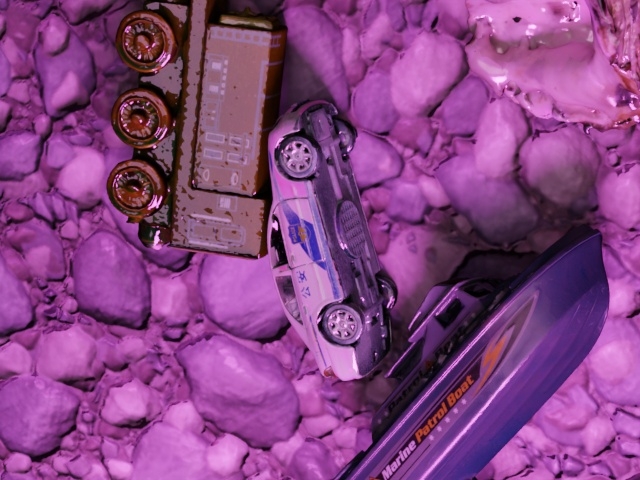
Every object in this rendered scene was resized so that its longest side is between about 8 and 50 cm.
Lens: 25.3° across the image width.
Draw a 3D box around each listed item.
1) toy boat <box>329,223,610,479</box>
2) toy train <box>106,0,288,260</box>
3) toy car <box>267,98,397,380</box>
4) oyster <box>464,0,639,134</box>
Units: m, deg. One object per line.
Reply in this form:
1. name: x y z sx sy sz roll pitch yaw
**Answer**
1. toy boat: 0.123 0.101 1.116 0.122 0.114 0.296 46 113 25
2. toy train: -0.095 -0.098 1.158 0.137 0.090 0.225 9 106 9
3. toy car: 0.000 0.000 1.146 0.076 0.090 0.224 -11 99 25
4. oyster: 0.193 -0.143 1.059 0.191 0.081 0.163 57 140 0
